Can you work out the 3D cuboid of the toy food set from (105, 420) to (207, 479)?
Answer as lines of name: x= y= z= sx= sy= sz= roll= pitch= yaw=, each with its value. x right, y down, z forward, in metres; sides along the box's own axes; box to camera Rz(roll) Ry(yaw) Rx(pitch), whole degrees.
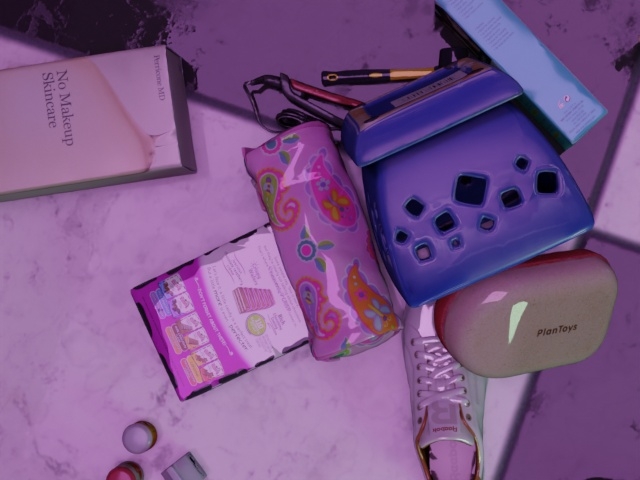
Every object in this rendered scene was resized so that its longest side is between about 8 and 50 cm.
toy food set: x=-0.191 y=0.339 z=1.632 sx=0.111 sy=0.104 sz=0.232 roll=-37 pitch=87 yaw=3

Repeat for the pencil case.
pencil case: x=0.000 y=0.000 z=1.553 sx=0.124 sy=0.124 sz=0.284 roll=-21 pitch=84 yaw=4

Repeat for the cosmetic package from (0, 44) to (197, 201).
cosmetic package: x=-0.325 y=-0.142 z=1.647 sx=0.309 sy=0.113 sz=0.160 roll=-9 pitch=88 yaw=5

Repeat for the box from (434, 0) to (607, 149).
box: x=0.244 y=-0.222 z=1.607 sx=0.060 sy=0.100 sz=0.244 roll=-44 pitch=86 yaw=3

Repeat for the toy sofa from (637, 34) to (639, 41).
toy sofa: x=0.558 y=-0.162 z=1.574 sx=0.150 sy=0.177 sz=0.362 roll=-38 pitch=86 yaw=28

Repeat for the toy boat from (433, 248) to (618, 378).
toy boat: x=0.237 y=0.070 z=1.590 sx=0.231 sy=0.151 sz=0.151 roll=-7 pitch=121 yaw=-28

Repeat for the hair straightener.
hair straightener: x=0.006 y=-0.147 z=1.649 sx=0.230 sy=0.047 sz=0.089 roll=20 pitch=91 yaw=-1

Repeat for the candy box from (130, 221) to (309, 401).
candy box: x=-0.099 y=0.083 z=1.645 sx=0.233 sy=0.071 sz=0.159 roll=-25 pitch=86 yaw=4

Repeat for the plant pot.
plant pot: x=0.154 y=-0.083 z=1.525 sx=0.236 sy=0.236 sz=0.212 roll=-24 pitch=102 yaw=2

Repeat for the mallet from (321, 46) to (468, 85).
mallet: x=0.097 y=-0.201 z=1.655 sx=0.189 sy=0.039 sz=0.062 roll=-9 pitch=91 yaw=9

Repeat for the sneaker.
sneaker: x=0.160 y=0.189 z=1.599 sx=0.106 sy=0.123 sz=0.290 roll=-9 pitch=87 yaw=6
